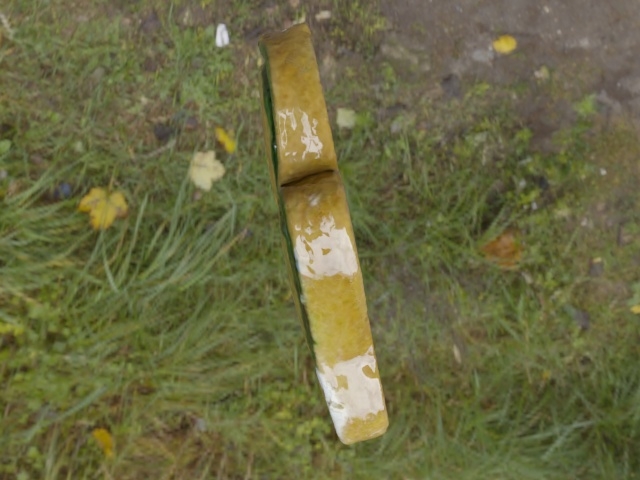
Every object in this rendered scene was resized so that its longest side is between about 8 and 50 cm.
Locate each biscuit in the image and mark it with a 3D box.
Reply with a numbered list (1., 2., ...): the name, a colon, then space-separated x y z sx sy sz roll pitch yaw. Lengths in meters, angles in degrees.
1. biscuit: -0.002 0.001 0.745 0.057 0.287 0.344 -12 97 2
